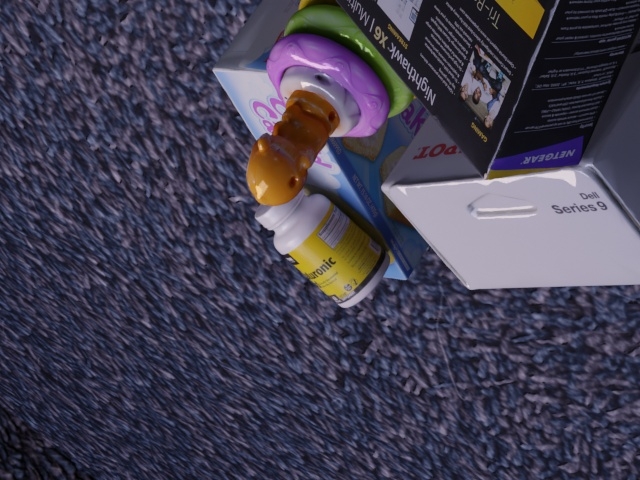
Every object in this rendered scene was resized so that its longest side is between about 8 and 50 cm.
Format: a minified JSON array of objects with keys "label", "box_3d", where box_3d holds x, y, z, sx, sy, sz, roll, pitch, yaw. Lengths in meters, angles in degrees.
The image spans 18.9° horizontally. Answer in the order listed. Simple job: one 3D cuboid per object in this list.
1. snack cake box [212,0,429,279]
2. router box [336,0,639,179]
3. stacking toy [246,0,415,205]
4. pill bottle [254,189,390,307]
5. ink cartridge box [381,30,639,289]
[{"label":"snack cake box","box_3d":[0.028,-0.109,1.721,0.089,0.152,0.264,8,143,40]},{"label":"router box","box_3d":[0.090,-0.229,1.204,0.309,0.081,0.243,54,140,35]},{"label":"stacking toy","box_3d":[0.026,-0.141,1.507,0.165,0.302,0.175,16,148,32]},{"label":"pill bottle","box_3d":[0.000,0.000,1.690,0.116,0.065,0.065,42,152,-14]},{"label":"ink cartridge box","box_3d":[0.207,-0.108,1.374,0.211,0.289,0.121,-4,134,51]}]
